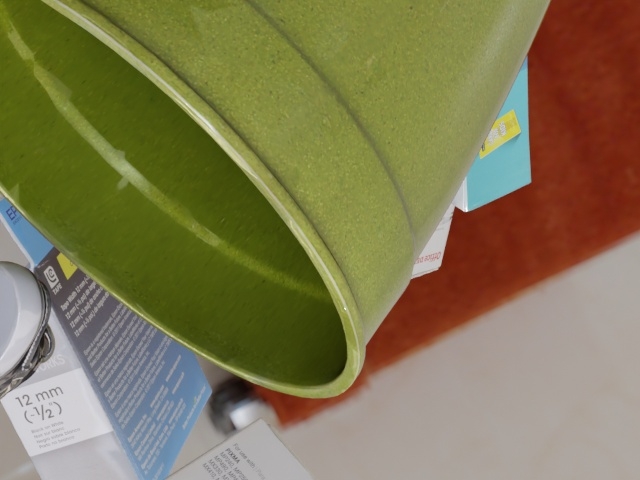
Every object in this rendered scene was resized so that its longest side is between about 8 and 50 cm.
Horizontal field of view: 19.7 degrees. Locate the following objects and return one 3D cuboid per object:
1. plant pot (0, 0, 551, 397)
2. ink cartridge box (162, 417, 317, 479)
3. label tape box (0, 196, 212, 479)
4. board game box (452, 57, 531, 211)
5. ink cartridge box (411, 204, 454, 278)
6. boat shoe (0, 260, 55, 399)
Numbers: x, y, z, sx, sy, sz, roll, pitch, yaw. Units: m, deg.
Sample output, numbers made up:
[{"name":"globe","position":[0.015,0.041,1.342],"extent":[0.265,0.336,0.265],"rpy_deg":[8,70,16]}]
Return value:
[{"name":"plant pot","position":[-0.017,-0.154,1.144],"extent":[0.353,0.366,0.366],"rpy_deg":[-49,-162,-21]},{"name":"ink cartridge box","position":[-0.100,0.263,1.320],"extent":[0.237,0.172,0.100],"rpy_deg":[-31,-127,-20]},{"name":"label tape box","position":[-0.256,0.085,1.918],"extent":[0.115,0.347,0.249],"rpy_deg":[-20,-162,19]},{"name":"board game box","position":[0.067,-0.226,1.575],"extent":[0.079,0.336,0.254],"rpy_deg":[-25,-142,-26]},{"name":"ink cartridge box","position":[0.085,-0.038,1.739],"extent":[0.056,0.135,0.099],"rpy_deg":[20,-164,25]},{"name":"boat shoe","position":[-0.228,0.076,1.289],"extent":[0.076,0.080,0.228],"rpy_deg":[-4,155,-34]}]
